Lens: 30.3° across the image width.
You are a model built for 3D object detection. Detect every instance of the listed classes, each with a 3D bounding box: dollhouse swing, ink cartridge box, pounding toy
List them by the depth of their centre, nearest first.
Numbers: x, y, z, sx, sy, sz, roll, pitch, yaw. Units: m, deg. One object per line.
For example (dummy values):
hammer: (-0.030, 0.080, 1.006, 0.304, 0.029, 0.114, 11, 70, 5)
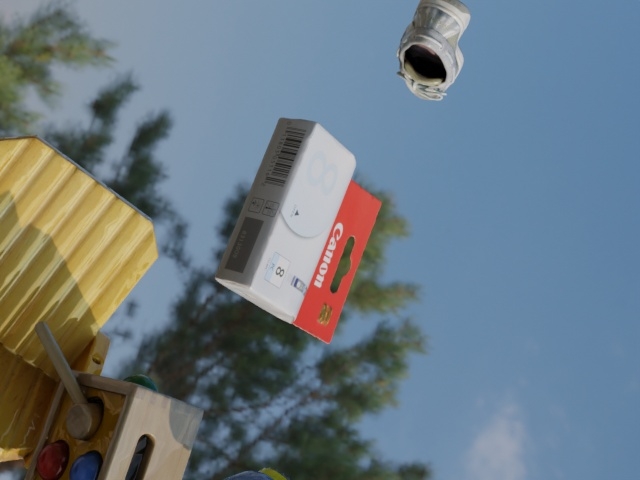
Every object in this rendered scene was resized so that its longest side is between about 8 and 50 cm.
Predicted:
pounding toy: (-0.180, 0.151, 0.950, 0.130, 0.100, 0.141, 3, -109, 47)
dollhouse swing: (-0.430, 0.073, 1.677, 0.305, 0.347, 0.315, -46, -162, 18)
ink cartridge box: (0.000, 0.000, 2.108, 0.091, 0.385, 0.308, 12, -104, 36)

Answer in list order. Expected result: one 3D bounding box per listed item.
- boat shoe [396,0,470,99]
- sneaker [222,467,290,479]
boat shoe: (0.182, -0.313, 2.019, 0.103, 0.118, 0.320, -62, 176, -14)
sneaker: (-0.011, 0.246, 0.867, 0.209, 0.082, 0.069, 32, -62, 34)
